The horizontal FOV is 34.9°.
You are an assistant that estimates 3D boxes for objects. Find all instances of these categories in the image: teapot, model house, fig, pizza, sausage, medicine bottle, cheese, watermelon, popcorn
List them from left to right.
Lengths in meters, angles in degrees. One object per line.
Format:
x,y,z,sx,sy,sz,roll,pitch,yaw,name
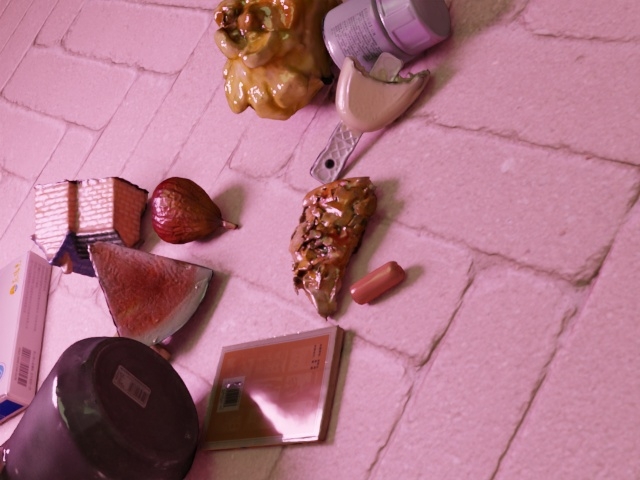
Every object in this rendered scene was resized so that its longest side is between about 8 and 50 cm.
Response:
-0.383,0.312,1.494,0.344,0.300,0.253,-40,40,22,teapot
-0.425,-0.015,1.904,0.182,0.166,0.172,-10,70,23,model house
-0.301,0.089,1.690,0.207,0.202,0.136,-58,-3,-28,watermelon
-0.227,-0.034,1.749,0.119,0.119,0.153,-48,63,8,fig
-0.069,-0.338,1.721,0.215,0.252,0.287,9,67,4,popcorn
0.000,0.000,1.512,0.147,0.069,0.226,10,70,46,pizza
0.060,-0.189,1.579,0.235,0.127,0.050,-60,7,16,cheese
0.079,0.059,1.414,0.083,0.034,0.034,-34,43,23,sausage
0.104,-0.338,1.601,0.168,0.135,0.135,-24,47,33,medicine bottle

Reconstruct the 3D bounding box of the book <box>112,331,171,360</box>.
-0.351,0.258,1.714,0.161,0.026,0.231,25,82,52,book

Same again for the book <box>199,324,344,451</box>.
-0.073,0.216,1.466,0.241,0.018,0.170,-14,55,40,book

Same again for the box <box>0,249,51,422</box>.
-0.635,0.205,2.011,0.200,0.065,0.343,-30,44,26,box
